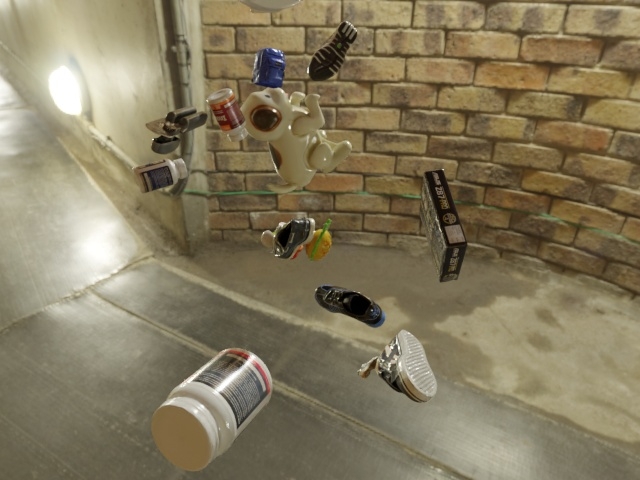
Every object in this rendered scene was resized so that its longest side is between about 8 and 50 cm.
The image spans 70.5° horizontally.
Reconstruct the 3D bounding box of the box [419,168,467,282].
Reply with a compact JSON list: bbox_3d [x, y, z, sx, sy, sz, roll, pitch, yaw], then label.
[{"bbox_3d":[0.524,-0.060,1.976,0.097,0.318,0.394,-9,57,1],"label":"box"}]

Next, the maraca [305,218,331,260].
[{"bbox_3d":[0.000,0.000,1.830,0.099,0.185,0.127,25,0,3],"label":"maraca"}]

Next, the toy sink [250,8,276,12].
[{"bbox_3d":[-0.237,-1.029,1.835,0.131,0.152,0.234,39,38,4],"label":"toy sink"}]

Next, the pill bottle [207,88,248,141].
[{"bbox_3d":[-0.290,-0.395,1.440,0.086,0.152,0.086,-14,38,11],"label":"pill bottle"}]

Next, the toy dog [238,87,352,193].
[{"bbox_3d":[-0.148,-0.429,1.807,0.395,0.408,0.284,-43,41,4],"label":"toy dog"}]

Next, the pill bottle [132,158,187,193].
[{"bbox_3d":[-0.560,-0.232,1.589,0.169,0.094,0.094,-22,37,-24],"label":"pill bottle"}]

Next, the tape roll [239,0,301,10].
[{"bbox_3d":[-0.166,-0.931,1.411,0.392,0.391,0.072,-14,22,-24],"label":"tape roll"}]

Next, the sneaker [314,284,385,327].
[{"bbox_3d":[0.066,0.162,1.232,0.232,0.090,0.081,16,68,37],"label":"sneaker"}]

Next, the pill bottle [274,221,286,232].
[{"bbox_3d":[-0.212,-0.021,2.375,0.078,0.137,0.078,27,26,-15],"label":"pill bottle"}]

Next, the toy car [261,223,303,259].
[{"bbox_3d":[-0.145,0.012,1.891,0.159,0.136,0.182,-24,23,-37],"label":"toy car"}]

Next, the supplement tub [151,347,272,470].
[{"bbox_3d":[-0.258,0.406,1.123,0.191,0.191,0.272,13,18,20],"label":"supplement tub"}]

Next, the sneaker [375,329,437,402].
[{"bbox_3d":[0.234,0.374,1.264,0.126,0.127,0.321,40,13,-2],"label":"sneaker"}]

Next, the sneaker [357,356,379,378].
[{"bbox_3d":[0.143,0.377,1.366,0.083,0.031,0.037,-37,24,-31],"label":"sneaker"}]

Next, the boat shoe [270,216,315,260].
[{"bbox_3d":[-0.098,-0.003,1.369,0.079,0.095,0.254,9,-18,-23],"label":"boat shoe"}]

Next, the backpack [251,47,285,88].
[{"bbox_3d":[-0.162,-0.578,1.512,0.098,0.120,0.101,0,10,-40],"label":"backpack"}]

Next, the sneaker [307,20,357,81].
[{"bbox_3d":[0.024,-0.694,1.734,0.281,0.106,0.162,-54,20,-17],"label":"sneaker"}]

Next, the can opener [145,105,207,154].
[{"bbox_3d":[-0.414,-0.320,1.304,0.076,0.095,0.283,26,24,-3],"label":"can opener"}]
